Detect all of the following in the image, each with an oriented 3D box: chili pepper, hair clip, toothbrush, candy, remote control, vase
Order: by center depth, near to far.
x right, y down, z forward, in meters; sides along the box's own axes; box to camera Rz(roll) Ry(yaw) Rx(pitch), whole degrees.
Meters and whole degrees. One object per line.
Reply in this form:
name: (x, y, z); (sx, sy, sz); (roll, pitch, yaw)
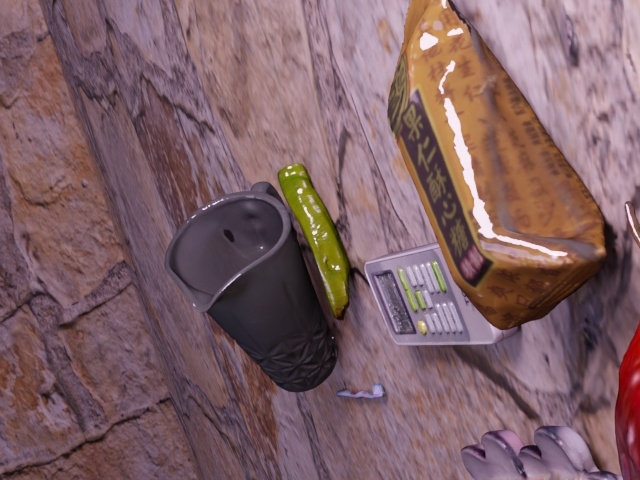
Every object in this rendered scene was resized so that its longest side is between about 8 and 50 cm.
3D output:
candy: (0.116, -0.066, 0.774); (0.143, 0.101, 0.271); (115, 136, -58)
hair clip: (0.203, 0.234, 0.916); (0.146, 0.075, 0.257); (51, 168, 1)
remote control: (0.112, 0.054, 1.013); (0.103, 0.034, 0.250); (69, 162, -2)
chili pepper: (0.000, 0.000, 1.243); (0.052, 0.050, 0.201); (-7, -106, -63)
vase: (-0.067, 0.068, 1.317); (0.301, 0.156, 0.251); (63, -149, -46)
toothbrush: (0.052, 0.207, 1.386); (0.193, 0.013, 0.019); (149, 105, -71)

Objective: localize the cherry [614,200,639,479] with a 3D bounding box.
cherry: (0.237, 0.115, 0.516); (0.192, 0.175, 0.249); (-122, 17, -54)
